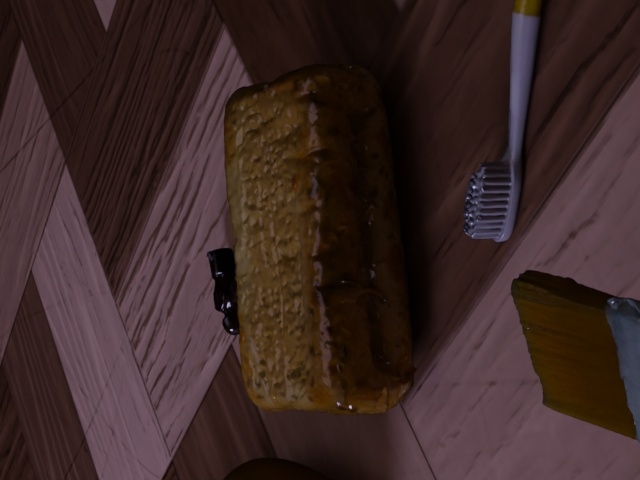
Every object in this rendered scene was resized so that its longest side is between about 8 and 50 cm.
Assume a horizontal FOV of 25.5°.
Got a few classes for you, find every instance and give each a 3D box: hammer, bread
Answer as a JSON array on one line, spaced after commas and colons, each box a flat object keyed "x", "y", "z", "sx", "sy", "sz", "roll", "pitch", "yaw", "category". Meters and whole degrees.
[{"x": -0.035, "y": 0.005, "z": 0.970, "sx": 0.178, "sy": 0.021, "sz": 0.065, "roll": -45, "pitch": 55, "yaw": 53, "category": "hammer"}, {"x": 0.000, "y": 0.000, "z": 0.843, "sx": 0.114, "sy": 0.083, "sz": 0.211, "roll": -7, "pitch": 87, "yaw": 55, "category": "bread"}]

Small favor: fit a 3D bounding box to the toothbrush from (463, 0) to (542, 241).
[{"x": 0.103, "y": -0.134, "z": 0.699, "sx": 0.021, "sy": 0.024, "sz": 0.288, "roll": 38, "pitch": 126, "yaw": 55, "category": "toothbrush"}]

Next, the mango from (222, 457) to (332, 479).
[{"x": -0.024, "y": 0.192, "z": 0.920, "sx": 0.184, "sy": 0.085, "sz": 0.102, "roll": -178, "pitch": 80, "yaw": -71, "category": "mango"}]

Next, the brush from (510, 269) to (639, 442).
[{"x": 0.199, "y": 0.080, "z": 0.497, "sx": 0.337, "sy": 0.020, "sz": 0.085, "roll": 18, "pitch": 133, "yaw": 48, "category": "brush"}]
